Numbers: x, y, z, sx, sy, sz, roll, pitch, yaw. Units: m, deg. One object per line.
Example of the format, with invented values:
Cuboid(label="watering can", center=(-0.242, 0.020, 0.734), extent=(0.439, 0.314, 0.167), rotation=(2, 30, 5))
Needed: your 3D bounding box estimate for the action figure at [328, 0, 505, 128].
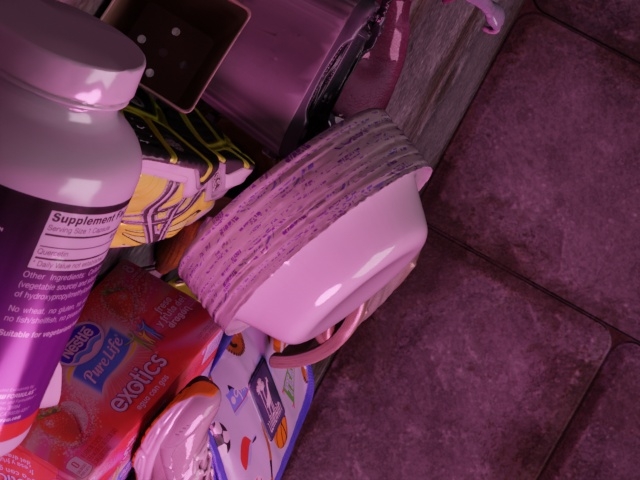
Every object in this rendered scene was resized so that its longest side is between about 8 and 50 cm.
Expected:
Cuboid(label="action figure", center=(0.056, -0.313, 2.076), extent=(0.276, 0.248, 0.370), rotation=(4, 119, -50))

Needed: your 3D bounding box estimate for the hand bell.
Cuboid(label="hand bell", center=(-0.142, -0.032, 2.067), extent=(0.126, 0.126, 0.242), rotation=(-52, 180, -41))

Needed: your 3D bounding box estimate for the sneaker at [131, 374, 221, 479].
Cuboid(label="sneaker", center=(-0.139, 0.258, 1.923), extent=(0.099, 0.121, 0.262), rotation=(-47, 165, -55))

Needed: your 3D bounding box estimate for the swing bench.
Cuboid(label="swing bench", center=(0.015, -0.001, 2.316), extent=(0.253, 0.165, 0.254), rotation=(-42, 116, -65))

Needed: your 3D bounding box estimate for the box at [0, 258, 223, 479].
Cuboid(label="box", center=(-0.243, 0.179, 1.951), extent=(0.300, 0.142, 0.154), rotation=(-50, 165, -45))

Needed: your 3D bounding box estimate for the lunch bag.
Cuboid(label="lunch bag", center=(-0.158, 0.261, 2.328), extent=(0.328, 0.239, 0.385), rotation=(-62, 171, -54))

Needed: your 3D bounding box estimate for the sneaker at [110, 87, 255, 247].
Cuboid(label="sneaker", center=(-0.175, -0.054, 1.657), extent=(0.147, 0.145, 0.385), rotation=(-49, 165, 8))

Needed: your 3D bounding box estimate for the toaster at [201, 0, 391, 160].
Cuboid(label="toaster", center=(-0.034, -0.204, 1.898), extent=(0.227, 0.146, 0.129), rotation=(-61, 171, 7))

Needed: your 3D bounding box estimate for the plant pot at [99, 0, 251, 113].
Cuboid(label="plant pot", center=(-0.137, -0.177, 1.614), extent=(0.109, 0.109, 0.096), rotation=(-59, -177, -8))

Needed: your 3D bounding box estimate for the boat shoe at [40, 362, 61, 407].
Cuboid(label="boat shoe", center=(-0.273, 0.045, 1.543), extent=(0.091, 0.114, 0.302), rotation=(-14, 134, -19))

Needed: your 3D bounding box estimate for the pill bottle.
Cuboid(label="pill bottle", center=(-0.244, -0.010, 1.310), extent=(0.323, 0.181, 0.181), rotation=(-65, 169, 19))

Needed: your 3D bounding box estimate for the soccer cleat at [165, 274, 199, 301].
Cuboid(label="soccer cleat", center=(-0.204, 0.113, 2.232), extent=(0.179, 0.060, 0.072), rotation=(-52, 178, -10))

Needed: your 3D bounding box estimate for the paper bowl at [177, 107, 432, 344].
Cuboid(label="paper bowl", center=(0.000, 0.000, 1.941), extent=(0.284, 0.148, 0.284), rotation=(-37, 171, -7))
